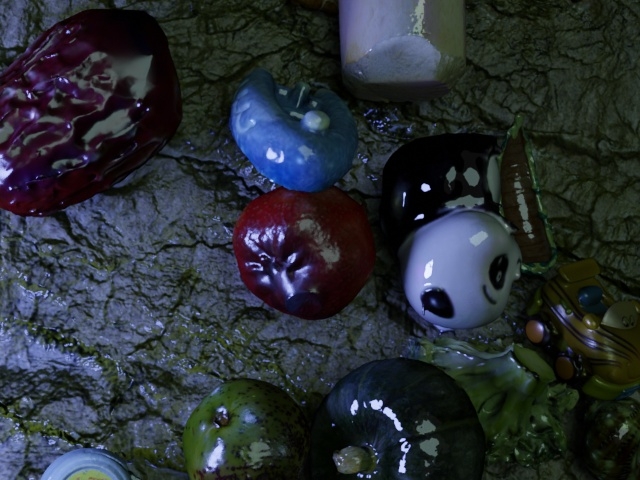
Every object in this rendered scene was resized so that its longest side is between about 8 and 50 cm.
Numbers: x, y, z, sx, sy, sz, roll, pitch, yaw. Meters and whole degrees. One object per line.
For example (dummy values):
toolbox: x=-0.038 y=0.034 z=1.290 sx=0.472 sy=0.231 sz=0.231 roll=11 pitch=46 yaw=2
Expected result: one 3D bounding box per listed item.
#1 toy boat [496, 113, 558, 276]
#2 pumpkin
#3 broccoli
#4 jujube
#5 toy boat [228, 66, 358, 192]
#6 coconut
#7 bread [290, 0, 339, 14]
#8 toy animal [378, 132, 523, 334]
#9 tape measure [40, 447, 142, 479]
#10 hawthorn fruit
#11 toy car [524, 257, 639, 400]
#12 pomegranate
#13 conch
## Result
toy boat: x=0.362 y=-0.079 z=1.944 sx=0.108 sy=0.099 sz=0.293 roll=-8 pitch=88 yaw=-19
pumpkin: x=0.112 y=0.330 z=1.667 sx=0.207 sy=0.300 sz=0.300 roll=9 pitch=73 yaw=-49
broccoli: x=0.298 y=0.239 z=1.777 sx=0.288 sy=0.245 sz=0.248 roll=14 pitch=48 yaw=-25
jujube: x=-0.381 y=-0.199 z=1.673 sx=0.376 sy=0.258 sz=0.258 roll=-42 pitch=92 yaw=-8
toy boat: x=-0.034 y=-0.207 z=1.752 sx=0.215 sy=0.123 sz=0.330 roll=20 pitch=29 yaw=-12
coconut: x=0.143 y=-0.377 z=1.870 sx=0.239 sy=0.239 sz=0.244 roll=2 pitch=83 yaw=-16
bread: x=-0.029 y=-0.481 z=1.924 sx=0.233 sy=0.076 sz=0.105 roll=32 pitch=69 yaw=-6
toy animal: x=0.223 y=-0.003 z=1.811 sx=0.250 sy=0.251 sz=0.310 roll=4 pitch=70 yaw=-16
tape measure: x=-0.435 y=0.387 z=1.604 sx=0.330 sy=0.084 sz=0.164 roll=9 pitch=74 yaw=-16
hawthorn fruit: x=0.000 y=0.000 z=1.763 sx=0.266 sy=0.210 sz=0.230 roll=-32 pitch=84 yaw=-34
toy car: x=0.483 y=0.148 z=1.866 sx=0.200 sy=0.142 sz=0.248 roll=-14 pitch=56 yaw=-37
pomegranate: x=-0.100 y=0.341 z=1.673 sx=0.214 sy=0.214 sz=0.248 roll=-51 pitch=129 yaw=-20
conch: x=0.534 y=0.350 z=1.881 sx=0.187 sy=0.124 sz=0.182 roll=-14 pitch=96 yaw=-40
